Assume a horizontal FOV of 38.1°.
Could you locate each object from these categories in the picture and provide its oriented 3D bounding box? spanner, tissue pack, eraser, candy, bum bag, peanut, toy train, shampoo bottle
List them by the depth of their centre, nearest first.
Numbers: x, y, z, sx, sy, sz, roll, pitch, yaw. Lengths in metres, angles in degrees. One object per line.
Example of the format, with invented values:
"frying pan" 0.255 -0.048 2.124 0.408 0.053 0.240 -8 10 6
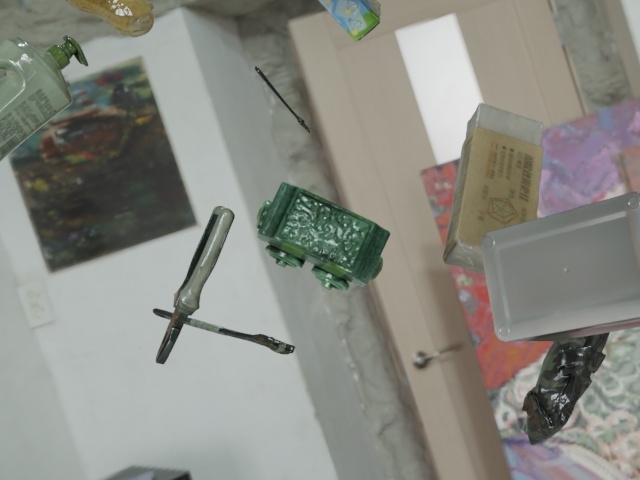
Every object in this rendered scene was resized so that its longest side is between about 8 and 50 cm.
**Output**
"shampoo bottle" -0.401 -0.180 1.183 0.234 0.118 0.087 -44 38 -13
"tissue pack" 0.355 0.041 1.217 0.246 0.159 0.136 -17 -14 42
"candy" 0.024 -0.447 1.621 0.062 0.194 0.097 -38 20 22
"bum bag" 0.451 0.227 1.675 0.340 0.095 0.144 -58 -4 -24
"eraser" 0.320 -0.093 1.696 0.144 0.343 0.078 18 -34 -3
"spanner" -0.243 0.086 1.773 0.040 0.324 0.096 24 -1 -19
"spanner" -0.205 0.182 1.912 0.316 0.024 0.087 14 -14 14
"peanut" -0.469 -0.525 1.979 0.117 0.263 0.101 -62 -1 -36
"toy train" 0.000 0.000 1.999 0.299 0.166 0.238 24 -9 -2
"spanner" -0.081 -0.305 2.020 0.012 0.208 0.046 -41 37 4
